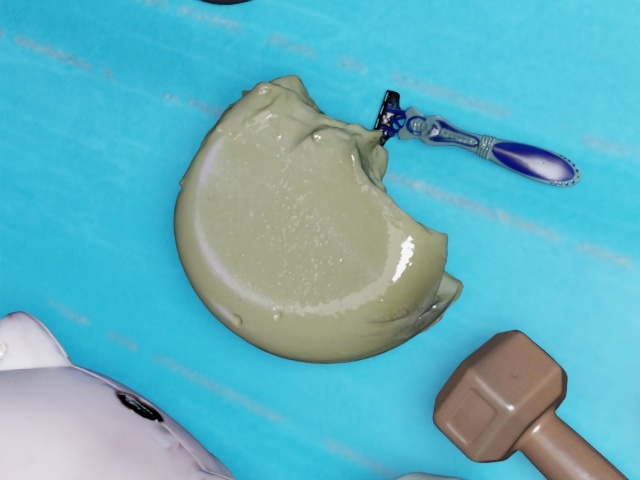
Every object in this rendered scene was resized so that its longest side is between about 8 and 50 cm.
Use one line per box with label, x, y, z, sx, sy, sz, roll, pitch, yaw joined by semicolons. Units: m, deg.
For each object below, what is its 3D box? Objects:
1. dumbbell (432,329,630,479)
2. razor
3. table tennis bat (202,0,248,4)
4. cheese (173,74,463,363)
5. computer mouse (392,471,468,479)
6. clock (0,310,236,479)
dumbbell;0.172;0.154;0.652;0.231;0.082;0.092;44;124;22
razor;0.104;-0.066;0.747;0.154;0.028;0.044;21;91;25
table tennis bat;-0.089;-0.293;0.864;0.150;0.027;0.236;-38;71;14
cheese;0.000;0.000;0.750;0.202;0.091;0.175;35;96;22
computer mouse;0.032;0.243;0.679;0.079;0.128;0.231;39;95;34
clock;-0.223;0.267;0.718;0.368;0.250;0.377;33;96;23
